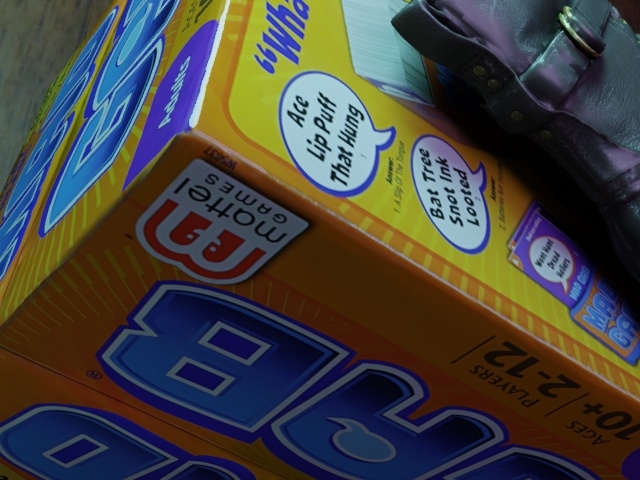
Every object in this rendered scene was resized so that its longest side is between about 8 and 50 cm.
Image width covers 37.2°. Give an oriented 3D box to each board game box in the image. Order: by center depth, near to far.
[{"bbox_3d":[0.000,0.000,0.631,0.356,0.356,0.356,31,43,-24],"label":"board game box"}]

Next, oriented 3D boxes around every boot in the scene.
[{"bbox_3d":[0.163,-0.096,0.509,0.229,0.091,0.263,48,41,-4],"label":"boot"}]
